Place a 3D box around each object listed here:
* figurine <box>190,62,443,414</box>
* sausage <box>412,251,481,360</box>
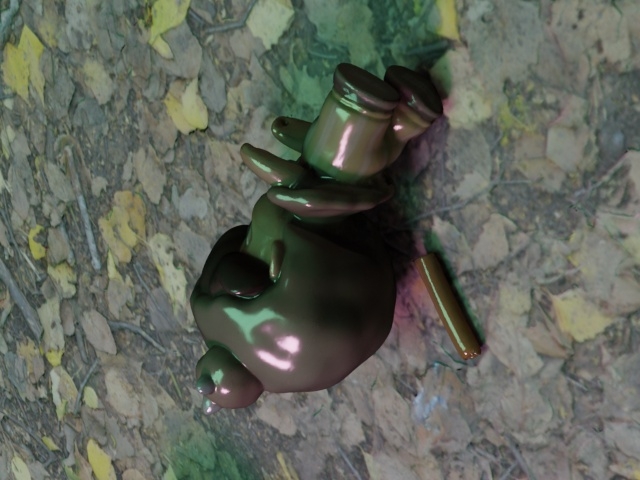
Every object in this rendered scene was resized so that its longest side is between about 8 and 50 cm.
[{"bbox_3d":[0.000,-0.001,1.337,0.203,0.248,0.380,29,118,10],"label":"figurine"},{"bbox_3d":[0.130,0.067,1.350,0.026,0.026,0.116,-32,82,51],"label":"sausage"}]
